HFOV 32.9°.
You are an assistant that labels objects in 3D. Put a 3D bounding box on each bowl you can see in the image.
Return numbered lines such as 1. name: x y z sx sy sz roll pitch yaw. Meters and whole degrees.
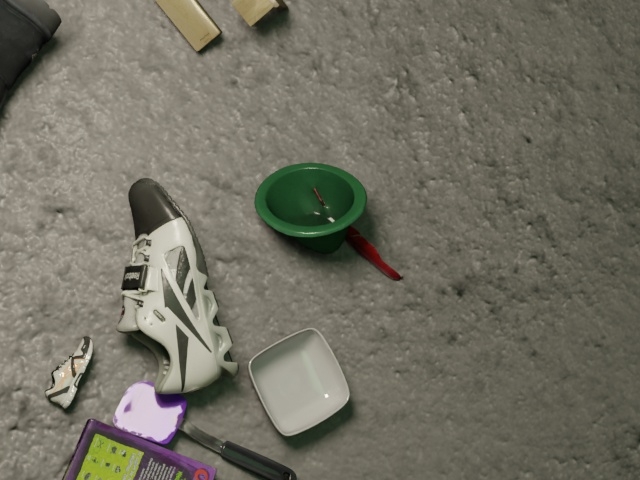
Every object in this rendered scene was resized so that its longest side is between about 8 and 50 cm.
1. bowl: -0.039 0.222 1.695 0.142 0.053 0.142 -26 88 -24

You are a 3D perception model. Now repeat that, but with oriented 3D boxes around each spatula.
1. spatula: -0.166 0.302 1.640 0.296 0.030 0.084 29 65 -14

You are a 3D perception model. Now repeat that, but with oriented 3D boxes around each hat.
1. hat: 0.000 0.000 1.774 0.208 0.184 0.173 30 54 31

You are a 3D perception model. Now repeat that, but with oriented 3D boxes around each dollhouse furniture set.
1. dollhouse furniture set: -0.162 -0.395 1.790 0.151 0.123 0.144 -38 95 11

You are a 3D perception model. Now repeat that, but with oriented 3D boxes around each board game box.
1. board game box: -0.305 0.454 1.547 0.208 0.056 0.347 25 71 -11

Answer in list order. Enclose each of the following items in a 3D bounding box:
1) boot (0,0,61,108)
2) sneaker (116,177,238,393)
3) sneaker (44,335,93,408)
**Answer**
1. boot: -0.634 -0.234 1.520 0.367 0.146 0.445 32 74 -11
2. sneaker: -0.243 0.071 1.608 0.146 0.122 0.331 -19 86 -26
3. sneaker: -0.366 0.188 1.581 0.043 0.040 0.109 25 71 -13
